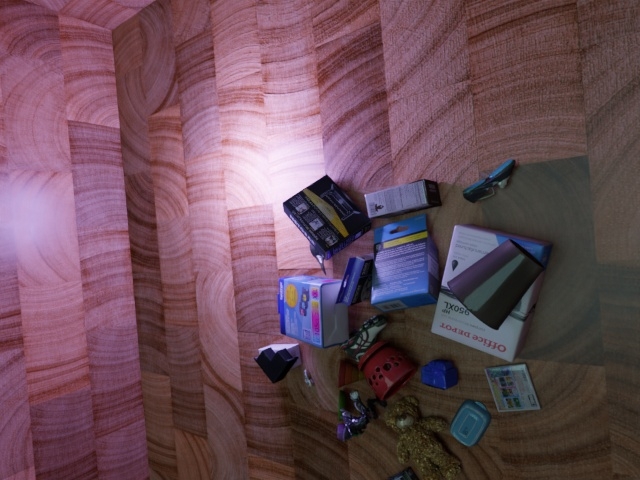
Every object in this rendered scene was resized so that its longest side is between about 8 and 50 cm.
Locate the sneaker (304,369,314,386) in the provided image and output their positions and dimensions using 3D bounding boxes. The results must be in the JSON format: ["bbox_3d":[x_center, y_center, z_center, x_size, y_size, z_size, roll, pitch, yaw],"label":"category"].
[{"bbox_3d":[-0.063,0.658,2.016,0.037,0.032,0.083,-33,74,33],"label":"sneaker"}]

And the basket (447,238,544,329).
[{"bbox_3d":[0.535,0.118,1.274,0.204,0.154,0.226,46,113,22],"label":"basket"}]

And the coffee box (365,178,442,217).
[{"bbox_3d":[0.316,-0.154,1.621,0.247,0.141,0.098,-12,86,35],"label":"coffee box"}]

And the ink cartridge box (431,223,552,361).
[{"bbox_3d":[0.573,0.166,1.439,0.286,0.166,0.394,17,103,34],"label":"ink cartridge box"}]

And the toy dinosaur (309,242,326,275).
[{"bbox_3d":[0.000,0.000,1.896,0.160,0.121,0.313,-16,88,48],"label":"toy dinosaur"}]

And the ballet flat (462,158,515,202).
[{"bbox_3d":[0.595,-0.197,1.468,0.203,0.074,0.074,-37,72,25],"label":"ballet flat"}]

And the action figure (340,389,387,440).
[{"bbox_3d":[0.150,0.698,1.713,0.141,0.276,0.164,43,116,25],"label":"action figure"}]

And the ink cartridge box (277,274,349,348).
[{"bbox_3d":[-0.055,0.299,1.874,0.396,0.151,0.269,0,92,56],"label":"ink cartridge box"}]

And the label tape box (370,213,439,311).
[{"bbox_3d":[0.325,0.089,1.629,0.241,0.106,0.333,-17,52,36],"label":"label tape box"}]

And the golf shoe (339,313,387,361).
[{"bbox_3d":[0.202,0.407,1.781,0.120,0.105,0.273,49,126,6],"label":"golf shoe"}]

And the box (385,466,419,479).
[{"bbox_3d":[0.374,1.067,1.719,0.159,0.044,0.233,-48,67,28],"label":"box"}]

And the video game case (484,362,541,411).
[{"bbox_3d":[0.671,0.516,1.484,0.143,0.019,0.157,-21,82,35],"label":"video game case"}]

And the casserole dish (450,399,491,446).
[{"bbox_3d":[0.551,0.683,1.572,0.114,0.037,0.188,32,112,31],"label":"casserole dish"}]

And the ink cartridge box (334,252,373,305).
[{"bbox_3d":[0.156,0.160,1.716,0.045,0.208,0.206,26,108,32],"label":"ink cartridge box"}]

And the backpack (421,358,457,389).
[{"bbox_3d":[0.444,0.502,1.603,0.120,0.098,0.101,-9,78,49],"label":"backpack"}]

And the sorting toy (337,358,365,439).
[{"bbox_3d":[0.140,0.702,1.851,0.126,0.127,0.365,1,98,6],"label":"sorting toy"}]

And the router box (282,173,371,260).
[{"bbox_3d":[0.025,-0.103,1.784,0.309,0.243,0.081,50,164,23],"label":"router box"}]

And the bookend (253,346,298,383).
[{"bbox_3d":[-0.207,0.545,1.958,0.157,0.072,0.156,43,115,25],"label":"bookend"}]

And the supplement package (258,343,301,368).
[{"bbox_3d":[-0.197,0.567,2.062,0.179,0.105,0.105,-10,88,35],"label":"supplement package"}]

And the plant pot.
[{"bbox_3d":[0.255,0.507,1.680,0.174,0.191,0.191,45,117,28],"label":"plant pot"}]

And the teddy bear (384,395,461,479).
[{"bbox_3d":[0.390,0.788,1.650,0.245,0.113,0.337,-24,79,32],"label":"teddy bear"}]
